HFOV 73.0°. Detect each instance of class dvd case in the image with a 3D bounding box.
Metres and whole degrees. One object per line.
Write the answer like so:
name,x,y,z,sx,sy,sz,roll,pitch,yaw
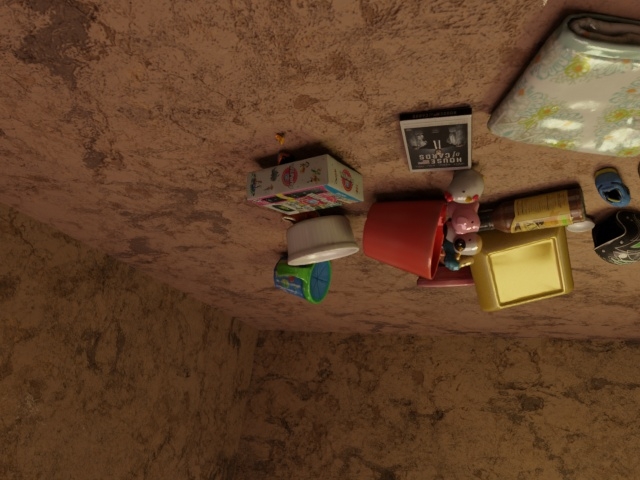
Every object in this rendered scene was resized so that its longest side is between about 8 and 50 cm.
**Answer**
dvd case,0.320,-0.266,1.185,0.179,0.030,0.239,0,154,19

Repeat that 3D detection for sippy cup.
sippy cup,-0.096,0.169,2.076,0.223,0.240,0.306,7,134,26

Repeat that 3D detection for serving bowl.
serving bowl,0.887,-0.059,1.478,0.083,0.027,0.083,6,157,3

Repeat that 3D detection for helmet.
helmet,0.986,0.001,1.415,0.169,0.162,0.169,6,156,3

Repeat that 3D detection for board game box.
board game box,-0.048,-0.168,1.376,0.303,0.098,0.224,-8,167,32

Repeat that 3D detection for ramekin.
ramekin,0.000,0.000,1.652,0.277,0.135,0.277,-11,170,-2

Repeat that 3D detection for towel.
towel,0.607,-0.308,0.932,0.374,0.090,0.321,9,155,-2

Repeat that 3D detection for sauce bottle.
sauce bottle,0.654,-0.083,1.396,0.344,0.112,0.111,-11,150,37

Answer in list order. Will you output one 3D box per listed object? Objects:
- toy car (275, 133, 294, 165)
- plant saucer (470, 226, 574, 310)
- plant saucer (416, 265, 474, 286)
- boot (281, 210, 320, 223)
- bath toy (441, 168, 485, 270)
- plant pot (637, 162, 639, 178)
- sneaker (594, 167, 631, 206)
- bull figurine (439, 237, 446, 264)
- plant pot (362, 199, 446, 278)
toy car,-0.109,-0.278,1.305,0.040,0.060,0.122,45,149,26
plant saucer,0.703,0.097,1.507,0.332,0.081,0.333,-17,113,13
plant saucer,0.579,0.146,1.855,0.331,0.084,0.332,-3,177,0
boot,-0.075,-0.091,1.631,0.157,0.085,0.059,16,153,-22
bath toy,0.442,-0.060,1.358,0.151,0.129,0.348,38,153,38
plant pot,0.989,-0.130,1.089,0.283,0.191,0.284,6,157,3
sneaker,0.856,-0.130,1.264,0.069,0.082,0.209,-17,147,40
bull figurine,0.490,0.035,1.688,0.188,0.101,0.310,10,165,9
plant pot,0.287,-0.021,1.487,0.243,0.275,0.275,11,158,20
